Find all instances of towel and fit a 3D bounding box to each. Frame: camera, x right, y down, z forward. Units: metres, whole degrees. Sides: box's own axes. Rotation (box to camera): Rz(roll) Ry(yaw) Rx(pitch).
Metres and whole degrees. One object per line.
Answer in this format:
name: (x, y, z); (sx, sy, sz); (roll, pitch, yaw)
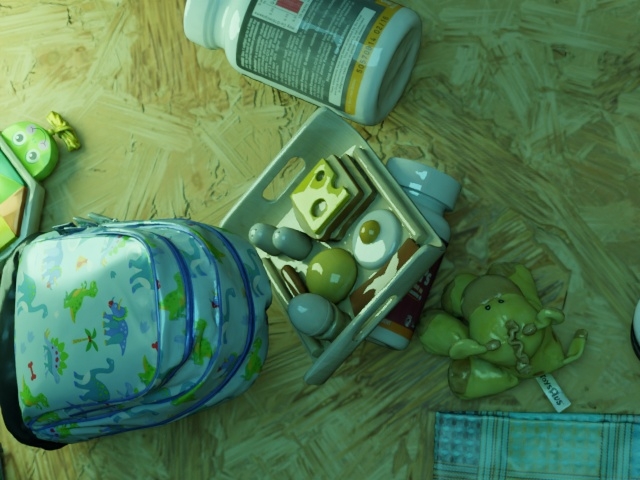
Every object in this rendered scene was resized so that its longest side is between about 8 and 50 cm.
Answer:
towel: (0.316, 0.342, 1.769); (0.370, 0.040, 0.271); (1, 79, 11)

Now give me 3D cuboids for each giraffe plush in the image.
giraffe plush: (0.214, 0.108, 1.752); (0.210, 0.170, 0.181); (40, 87, 22)

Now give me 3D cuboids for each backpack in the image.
backpack: (-0.227, 0.100, 1.767); (0.355, 0.273, 0.290); (-4, 77, 21)

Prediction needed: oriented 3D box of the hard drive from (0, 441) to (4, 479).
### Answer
hard drive: (-0.459, 0.341, 1.756); (0.064, 0.339, 0.237); (-14, 78, 10)

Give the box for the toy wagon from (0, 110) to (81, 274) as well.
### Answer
toy wagon: (-0.480, -0.057, 1.975); (0.344, 0.068, 0.267); (-39, 75, 1)

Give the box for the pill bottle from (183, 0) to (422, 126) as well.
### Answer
pill bottle: (-0.023, -0.266, 1.885); (0.278, 0.162, 0.162); (25, 84, 13)

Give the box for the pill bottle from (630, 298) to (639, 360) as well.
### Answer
pill bottle: (0.419, 0.100, 1.723); (0.108, 0.180, 0.108); (-2, 78, 10)

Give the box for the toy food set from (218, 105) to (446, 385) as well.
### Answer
toy food set: (0.000, 0.000, 1.766); (0.220, 0.092, 0.306); (-49, 44, 15)

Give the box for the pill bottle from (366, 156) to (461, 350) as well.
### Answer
pill bottle: (0.090, 0.016, 1.830); (0.121, 0.121, 0.221); (20, 84, 13)
